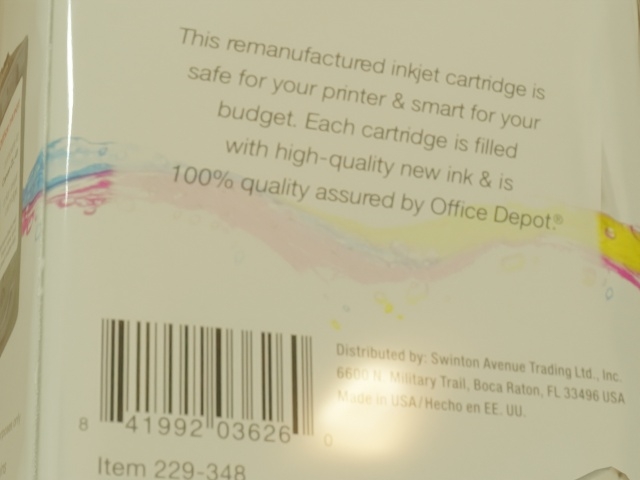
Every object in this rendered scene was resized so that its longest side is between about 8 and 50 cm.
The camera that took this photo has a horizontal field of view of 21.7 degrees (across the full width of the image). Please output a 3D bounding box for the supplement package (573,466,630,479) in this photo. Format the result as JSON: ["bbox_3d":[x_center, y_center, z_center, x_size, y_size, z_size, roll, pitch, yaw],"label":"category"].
[{"bbox_3d":[-0.027,0.164,0.198,0.139,0.134,0.244,51,124,20],"label":"supplement package"}]

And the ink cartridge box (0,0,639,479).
[{"bbox_3d":[-0.003,0.015,0.587,0.131,0.226,0.306,136,137,-59],"label":"ink cartridge box"}]
